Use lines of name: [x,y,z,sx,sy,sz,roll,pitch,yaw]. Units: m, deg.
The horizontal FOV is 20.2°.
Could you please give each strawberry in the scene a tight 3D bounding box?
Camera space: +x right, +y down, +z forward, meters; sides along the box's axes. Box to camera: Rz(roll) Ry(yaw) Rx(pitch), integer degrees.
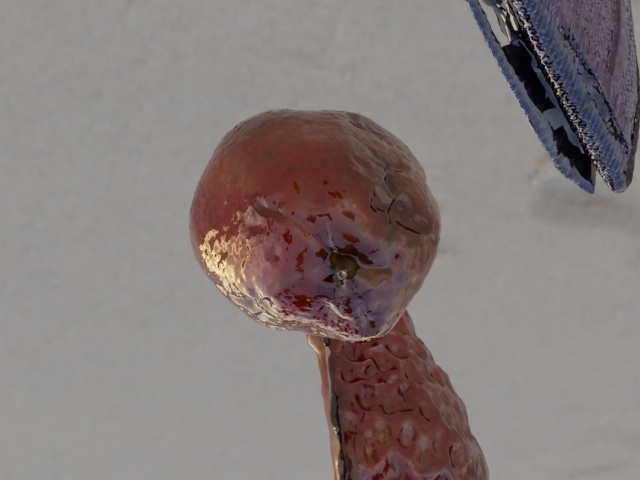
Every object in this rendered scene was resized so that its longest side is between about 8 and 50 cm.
strawberry: [0.073,0.184,1.608,0.150,0.280,0.253,-6,127,-1]

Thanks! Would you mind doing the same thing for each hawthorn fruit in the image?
hawthorn fruit: [0.000,-0.004,1.208,0.179,0.173,0.173,44,176,38]

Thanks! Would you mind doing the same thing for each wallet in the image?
wallet: [0.079,-0.104,0.619,0.030,0.111,0.166,-7,146,24]
